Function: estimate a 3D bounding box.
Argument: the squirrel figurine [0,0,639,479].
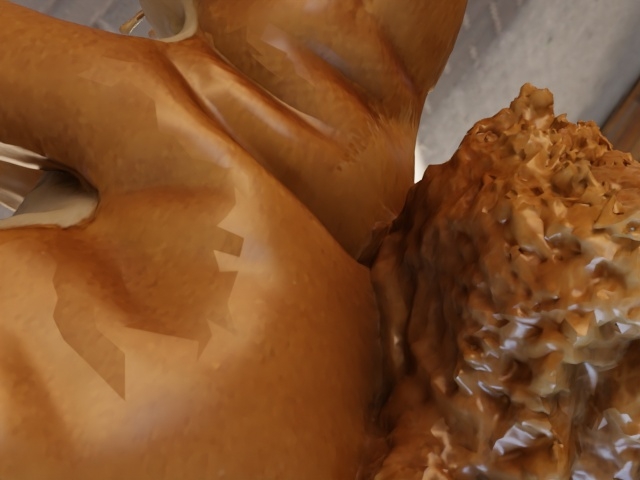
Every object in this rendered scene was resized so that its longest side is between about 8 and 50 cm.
[{"bbox_3d":[0.000,0.000,0.502,0.370,0.397,0.281,-57,165,-21],"label":"squirrel figurine"}]
